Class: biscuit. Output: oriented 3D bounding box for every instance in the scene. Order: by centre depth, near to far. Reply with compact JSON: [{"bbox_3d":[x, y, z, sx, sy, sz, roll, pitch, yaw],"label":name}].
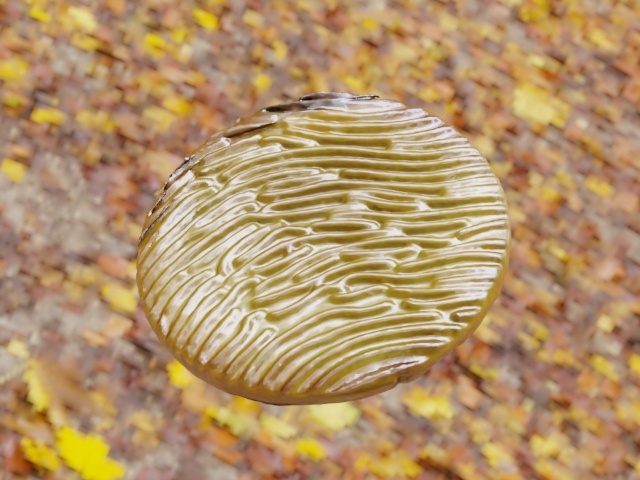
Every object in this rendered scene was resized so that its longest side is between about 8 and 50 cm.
[{"bbox_3d":[0.000,0.000,1.417,0.318,0.040,0.318,-6,52,8],"label":"biscuit"}]
